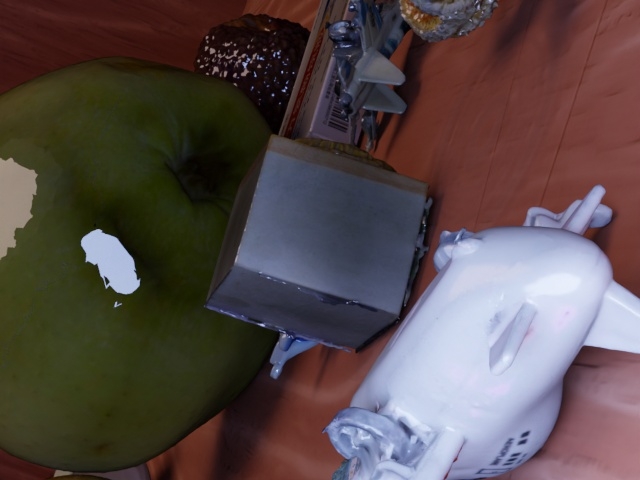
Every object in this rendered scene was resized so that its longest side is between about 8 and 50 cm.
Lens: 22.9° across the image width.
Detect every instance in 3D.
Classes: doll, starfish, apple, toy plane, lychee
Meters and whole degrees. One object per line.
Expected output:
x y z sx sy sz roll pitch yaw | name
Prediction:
-0.003 0.042 1.495 0.195 0.070 0.096 -63 -5 -2 | doll
0.152 -0.283 1.205 0.303 0.113 0.312 -62 7 -6 | starfish
-0.241 0.018 1.766 0.473 0.474 0.473 -160 90 -79 | apple
0.056 -0.208 1.615 0.262 0.088 0.192 -76 -15 -48 | toy plane
-0.078 -0.198 2.042 0.188 0.188 0.188 -160 90 -79 | lychee
0.091 0.066 0.859 0.252 0.118 0.252 -55 1 1 | toy plane

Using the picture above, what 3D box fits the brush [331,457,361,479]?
0.042 0.175 1.165 0.196 0.021 0.070 133 156 -59 | brush

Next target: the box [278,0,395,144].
0.032 -0.237 1.848 0.214 0.069 0.353 139 151 -69 | box

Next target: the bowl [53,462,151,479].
-0.310 0.393 2.166 0.277 0.145 0.277 -158 90 -80 | bowl

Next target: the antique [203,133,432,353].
0.000 0.000 1.333 0.146 0.152 0.147 133 153 -67 | antique

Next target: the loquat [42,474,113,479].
-0.272 0.385 1.711 0.263 0.263 0.263 -160 90 -79 | loquat
